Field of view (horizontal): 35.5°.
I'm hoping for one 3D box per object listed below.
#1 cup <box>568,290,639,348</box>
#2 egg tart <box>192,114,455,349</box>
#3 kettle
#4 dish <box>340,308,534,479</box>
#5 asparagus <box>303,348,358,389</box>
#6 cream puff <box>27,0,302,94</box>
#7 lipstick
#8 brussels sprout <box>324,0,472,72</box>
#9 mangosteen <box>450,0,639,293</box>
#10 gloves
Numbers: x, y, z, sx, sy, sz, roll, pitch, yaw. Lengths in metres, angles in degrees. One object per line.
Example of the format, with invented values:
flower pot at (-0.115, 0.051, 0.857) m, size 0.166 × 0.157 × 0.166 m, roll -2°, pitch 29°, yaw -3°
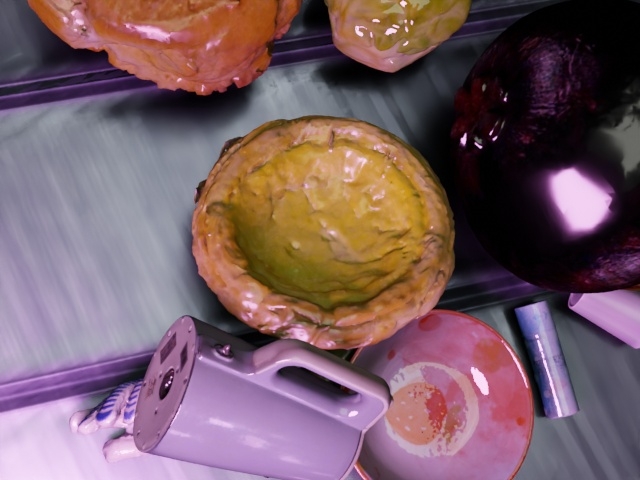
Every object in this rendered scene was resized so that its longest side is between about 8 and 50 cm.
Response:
cup at (0.414, 0.083, 1.392) m, size 0.116 × 0.074 × 0.104 m, roll 28°, pitch 54°, yaw -1°
egg tart at (0.000, 0.000, 1.258) m, size 0.345 × 0.132 × 0.345 m, roll 6°, pitch 56°, yaw -9°
kettle at (-0.060, 0.181, 1.142) m, size 0.243 × 0.210 × 0.160 m, roll 22°, pitch 37°, yaw -22°
dish at (0.143, 0.223, 1.307) m, size 0.260 × 0.085 × 0.260 m, roll 2°, pitch 80°, yaw -12°
asparagus at (-0.001, 0.185, 1.297) m, size 0.278 × 0.060 × 0.067 m, roll -50°, pitch 137°, yaw -18°
cream puff at (-0.192, -0.332, 1.249) m, size 0.343 × 0.231 × 0.327 m, roll -22°, pitch 85°, yaw -10°
lipstick at (0.310, 0.162, 1.365) m, size 0.048 × 0.048 × 0.158 m, roll -14°, pitch 85°, yaw -12°
brussels sprout at (0.103, -0.344, 1.342) m, size 0.223 × 0.161 × 0.223 m, roll 4°, pitch 76°, yaw -16°
mangosteen at (0.376, -0.106, 1.263) m, size 0.435 × 0.382 × 0.382 m, roll 15°, pitch 79°, yaw -21°
gloves at (-0.194, 0.217, 1.240) m, size 0.229 × 0.097 × 0.119 m, roll -1°, pitch 102°, yaw -22°
